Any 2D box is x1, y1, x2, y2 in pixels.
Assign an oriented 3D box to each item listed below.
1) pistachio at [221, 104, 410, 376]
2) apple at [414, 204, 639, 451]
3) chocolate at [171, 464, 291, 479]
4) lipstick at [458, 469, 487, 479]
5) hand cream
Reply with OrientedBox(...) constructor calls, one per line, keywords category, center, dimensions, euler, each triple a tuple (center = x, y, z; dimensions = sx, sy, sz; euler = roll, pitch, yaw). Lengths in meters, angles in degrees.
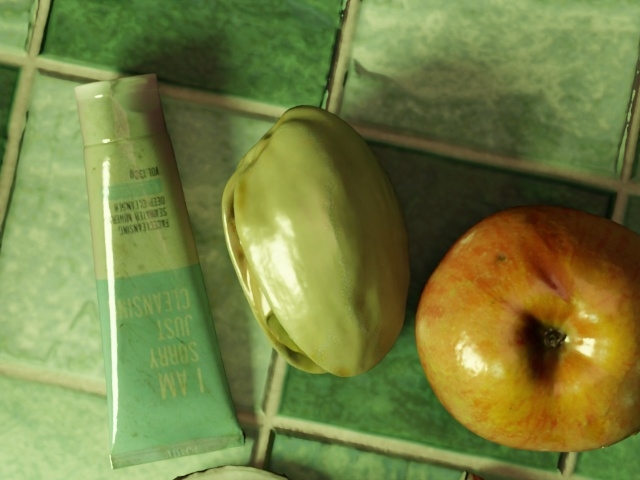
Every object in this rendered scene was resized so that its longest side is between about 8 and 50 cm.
OrientedBox(category="pistachio", center=(0.000, 0.000, 1.484), dimensions=(0.144, 0.144, 0.215), euler=(-14, 94, -3))
OrientedBox(category="apple", center=(0.181, 0.071, 1.471), dimensions=(0.209, 0.164, 0.209), euler=(0, 90, 0))
OrientedBox(category="chocolate", center=(-0.074, 0.279, 1.463), dimensions=(0.221, 0.147, 0.221), euler=(0, 89, 1))
OrientedBox(category="lipstick", center=(0.169, 0.231, 1.527), dimensions=(0.131, 0.038, 0.038), euler=(25, 87, -1))
OrientedBox(category="hand cream", center=(-0.142, 0.026, 1.509), dimensions=(0.111, 0.070, 0.312), euler=(-11, 92, -5))
